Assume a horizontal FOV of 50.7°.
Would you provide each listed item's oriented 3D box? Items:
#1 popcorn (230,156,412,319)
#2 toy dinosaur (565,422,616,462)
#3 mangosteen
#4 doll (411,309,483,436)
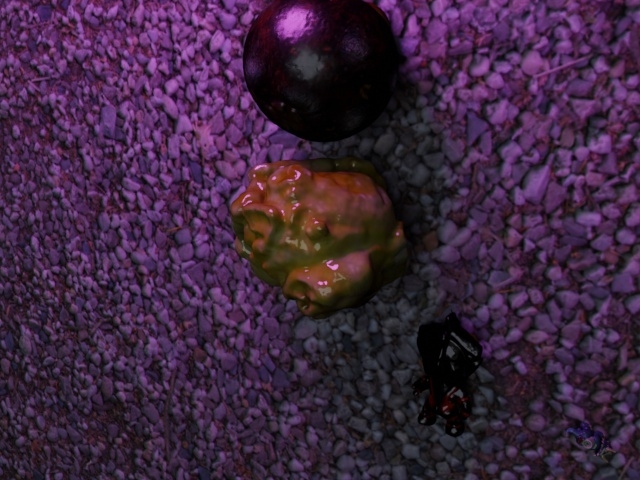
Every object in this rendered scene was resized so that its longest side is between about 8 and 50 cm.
[{"bbox_3d":[-0.007,-0.012,1.210,0.312,0.312,0.313,6,103,27],"label":"popcorn"},{"bbox_3d":[0.467,0.347,1.170,0.083,0.047,0.031,32,115,18],"label":"toy dinosaur"},{"bbox_3d":[0.006,-0.314,1.172,0.287,0.288,0.288,6,103,27],"label":"mangosteen"},{"bbox_3d":[0.234,0.242,1.259,0.126,0.088,0.249,0,110,7],"label":"doll"}]
